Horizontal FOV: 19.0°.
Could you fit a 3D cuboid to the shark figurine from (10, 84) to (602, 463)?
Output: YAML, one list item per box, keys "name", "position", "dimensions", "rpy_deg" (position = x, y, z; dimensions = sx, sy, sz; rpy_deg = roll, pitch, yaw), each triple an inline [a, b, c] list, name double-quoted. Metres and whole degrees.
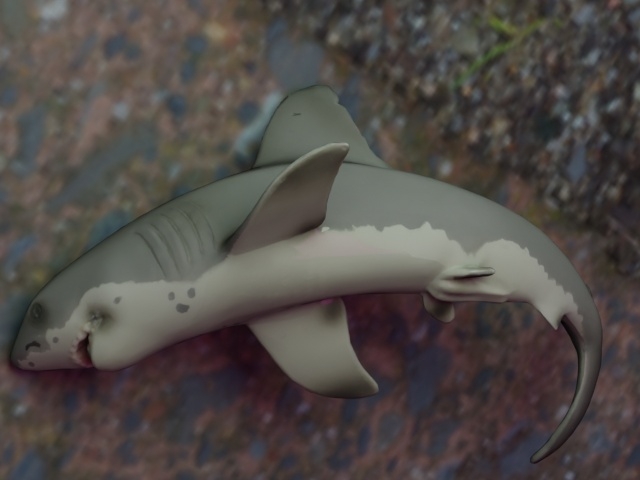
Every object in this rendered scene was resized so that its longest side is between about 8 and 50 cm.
- name: "shark figurine"
  position: [0.028, -0.008, 0.773]
  dimensions: [0.278, 0.116, 0.166]
  rpy_deg: [7, 137, -27]
